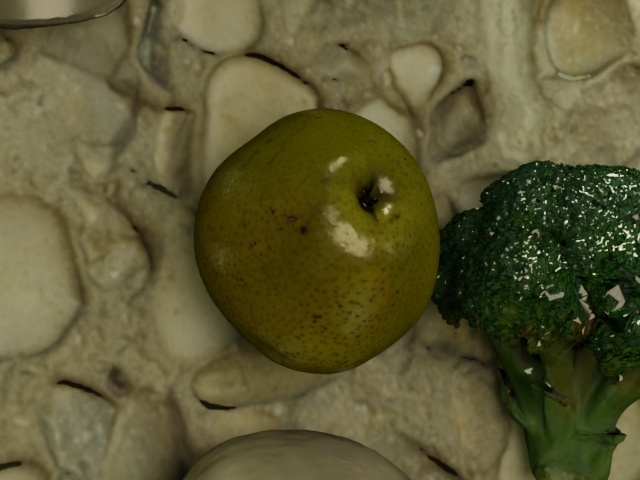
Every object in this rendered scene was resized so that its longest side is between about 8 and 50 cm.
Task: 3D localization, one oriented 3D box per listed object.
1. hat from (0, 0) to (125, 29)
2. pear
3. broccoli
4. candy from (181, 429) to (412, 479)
[{"bbox_3d":[-0.207,-0.287,1.409,0.214,0.149,0.245,-7,77,-9],"label":"hat"},{"bbox_3d":[0.001,0.001,1.466,0.198,0.198,0.198,2,85,-23],"label":"pear"},{"bbox_3d":[0.218,0.071,1.549,0.254,0.269,0.269,-5,88,-19],"label":"broccoli"},{"bbox_3d":[-0.005,0.369,1.446,0.386,0.186,0.427,-40,106,-25],"label":"candy"}]
